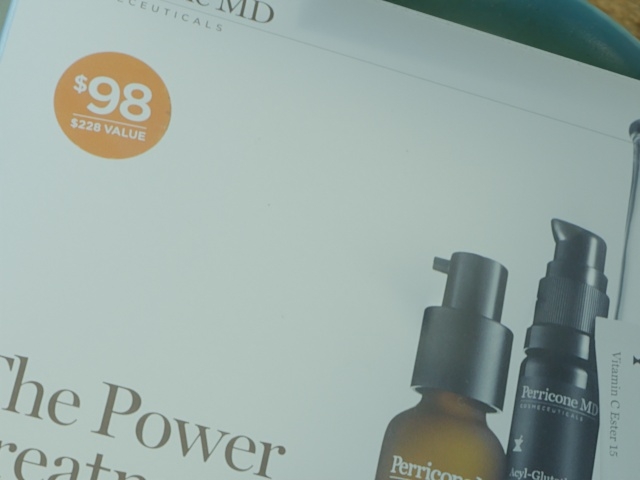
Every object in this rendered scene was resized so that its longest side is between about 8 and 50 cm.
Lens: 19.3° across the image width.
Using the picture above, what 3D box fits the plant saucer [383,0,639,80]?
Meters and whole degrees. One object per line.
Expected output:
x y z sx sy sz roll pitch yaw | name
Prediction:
0.047 0.023 0.864 0.317 0.043 0.318 3 79 -14 | plant saucer

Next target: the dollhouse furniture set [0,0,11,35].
-0.106 -0.174 1.050 0.286 0.198 0.303 3 68 33 | dollhouse furniture set

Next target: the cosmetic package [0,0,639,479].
0.029 0.053 0.765 0.377 0.097 0.284 16 65 -10 | cosmetic package
